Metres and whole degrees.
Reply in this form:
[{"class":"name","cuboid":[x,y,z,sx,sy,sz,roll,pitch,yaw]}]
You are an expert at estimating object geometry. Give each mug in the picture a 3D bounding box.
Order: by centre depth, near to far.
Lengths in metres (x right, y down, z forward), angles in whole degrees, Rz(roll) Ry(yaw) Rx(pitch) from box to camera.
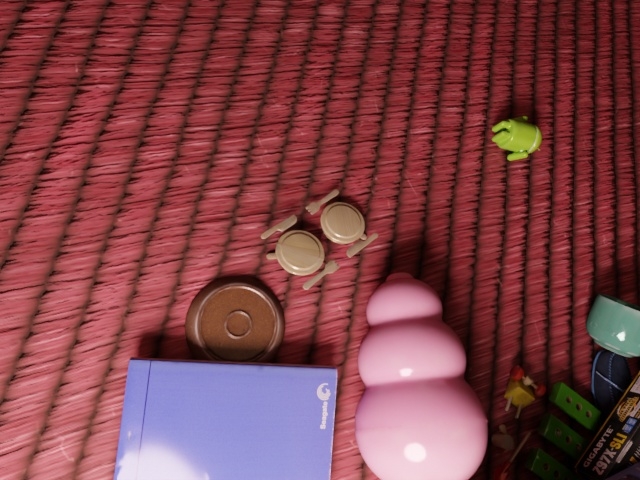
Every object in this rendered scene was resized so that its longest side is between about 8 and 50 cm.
[{"class":"mug","cuboid":[0.629,0.181,0.976,0.157,0.129,0.097,15,100,-23]}]

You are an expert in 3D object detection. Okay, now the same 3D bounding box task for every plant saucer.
[{"class":"plant saucer","cuboid":[-0.137,0.140,0.786,0.168,0.029,0.169,5,74,-18]}]

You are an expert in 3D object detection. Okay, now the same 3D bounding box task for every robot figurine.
[{"class":"robot figurine","cuboid":[0.440,-0.231,1.056,0.115,0.067,0.101,9,74,-16]}]

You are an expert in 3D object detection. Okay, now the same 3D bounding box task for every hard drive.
[{"class":"hard drive","cuboid":[-0.136,0.294,0.725,0.318,0.040,0.210,7,81,-17]}]

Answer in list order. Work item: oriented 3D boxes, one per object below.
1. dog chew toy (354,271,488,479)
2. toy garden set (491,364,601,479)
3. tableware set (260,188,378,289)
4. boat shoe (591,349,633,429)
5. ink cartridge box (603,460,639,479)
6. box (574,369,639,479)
[{"class":"dog chew toy","cuboid":[0.150,0.215,0.777,0.206,0.206,0.332,2,67,-18]},{"class":"toy garden set","cuboid":[0.402,0.378,0.894,0.203,0.049,0.244,36,68,-8]},{"class":"tableware set","cuboid":[0.000,0.000,0.865,0.194,0.039,0.128,-34,76,-29]},{"class":"boat shoe","cuboid":[0.620,0.350,0.948,0.109,0.089,0.258,1,76,-18]},{"class":"ink cartridge box","cuboid":[0.487,0.525,0.709,0.395,0.151,0.270,-23,88,-7]},{"class":"box","cuboid":[0.663,0.425,0.852,0.322,0.079,0.257,41,78,-1]}]
